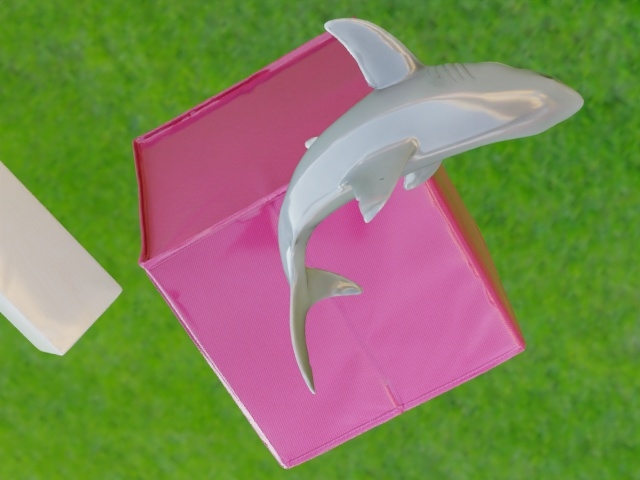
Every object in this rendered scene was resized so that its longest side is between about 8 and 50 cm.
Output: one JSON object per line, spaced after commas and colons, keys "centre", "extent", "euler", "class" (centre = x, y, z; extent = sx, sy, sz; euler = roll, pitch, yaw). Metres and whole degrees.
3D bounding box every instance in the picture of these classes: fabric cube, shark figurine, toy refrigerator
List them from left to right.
{"centre": [-0.351, -0.005, 1.758], "extent": [0.269, 0.102, 0.094], "euler": [48, 160, -19], "class": "toy refrigerator"}
{"centre": [0.000, 0.000, 1.488], "extent": [0.259, 0.254, 0.258], "euler": [-28, 120, 9], "class": "fabric cube"}
{"centre": [0.026, -0.028, 1.082], "extent": [0.166, 0.116, 0.278], "euler": [30, 122, -23], "class": "shark figurine"}
